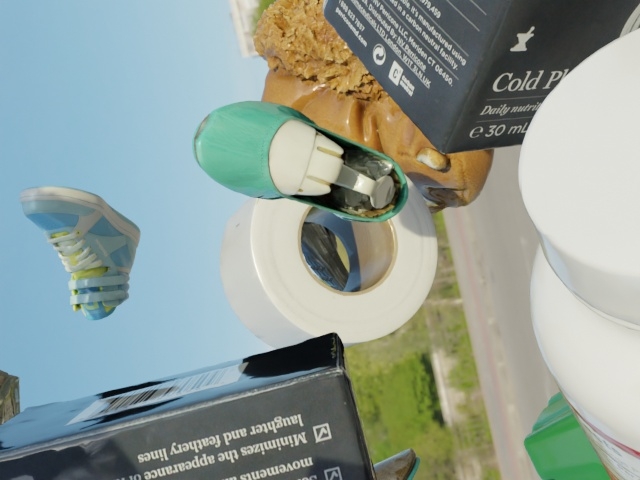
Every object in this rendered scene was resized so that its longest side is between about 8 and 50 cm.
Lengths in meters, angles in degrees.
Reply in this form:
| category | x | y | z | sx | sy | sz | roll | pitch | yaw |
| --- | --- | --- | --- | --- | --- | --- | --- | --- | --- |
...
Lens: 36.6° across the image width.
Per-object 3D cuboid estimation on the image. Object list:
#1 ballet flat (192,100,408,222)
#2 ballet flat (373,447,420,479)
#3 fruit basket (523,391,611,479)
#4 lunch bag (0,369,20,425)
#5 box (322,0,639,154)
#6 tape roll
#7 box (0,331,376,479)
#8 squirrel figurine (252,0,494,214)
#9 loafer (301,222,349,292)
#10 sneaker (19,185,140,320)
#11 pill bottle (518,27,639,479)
| category | x | y | z | sx | sy | sz | roll | pitch | yaw |
| --- | --- | --- | --- | --- | --- | --- | --- | --- | --- |
| ballet flat | 0.000 | -0.066 | 0.845 | 0.247 | 0.087 | 0.083 | 13 | -90 | -52 |
| ballet flat | 0.040 | 0.459 | 1.527 | 0.343 | 0.124 | 0.116 | -69 | -11 | 18 |
| fruit basket | 0.516 | 0.311 | 1.303 | 0.283 | 0.392 | 0.392 | -28 | -72 | -59 |
| lunch bag | -0.581 | 0.275 | 1.451 | 0.287 | 0.235 | 0.169 | 110 | -175 | -51 |
| box | 0.318 | -0.377 | 1.034 | 0.297 | 0.479 | 0.472 | 55 | 142 | 36 |
| tape roll | 0.007 | 0.019 | 1.240 | 0.169 | 0.246 | 0.246 | 150 | 110 | -68 |
| box | -0.075 | 0.306 | 0.769 | 0.212 | 0.293 | 0.396 | -72 | -31 | -89 |
| squirrel figurine | 0.085 | -0.208 | 1.455 | 0.370 | 0.281 | 0.397 | 21 | 136 | 45 |
| loafer | 0.000 | 0.000 | 1.731 | 0.223 | 0.078 | 0.076 | 54 | 160 | -18 |
| sneaker | -0.444 | 0.032 | 1.801 | 0.319 | 0.127 | 0.208 | 36 | -129 | -59 |
| pill bottle | 0.265 | 0.069 | 0.588 | 0.408 | 0.229 | 0.229 | 54 | -160 | -41 |
